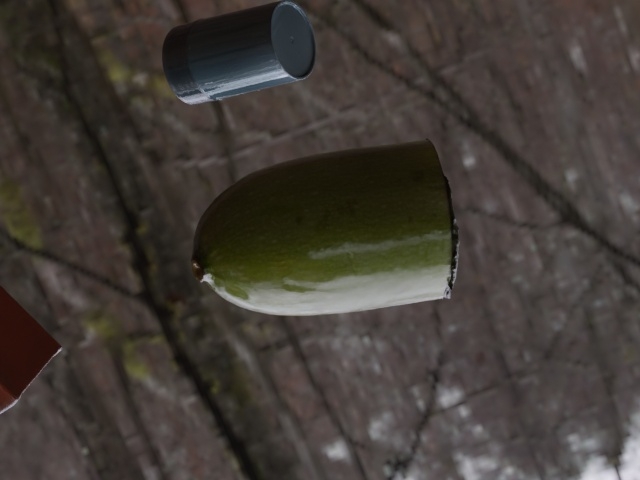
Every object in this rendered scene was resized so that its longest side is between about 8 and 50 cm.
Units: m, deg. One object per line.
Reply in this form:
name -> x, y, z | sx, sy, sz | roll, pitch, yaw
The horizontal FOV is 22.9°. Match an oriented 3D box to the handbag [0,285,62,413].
handbag -> -0.245, 0.063, 0.891 | 0.190, 0.127, 0.063 | -34, -165, 44

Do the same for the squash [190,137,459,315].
squash -> 0.000, 0.000, 1.098 | 0.186, 0.123, 0.123 | -10, -170, -12

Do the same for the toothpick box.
toothpick box -> -0.050, -0.116, 0.973 | 0.083, 0.052, 0.052 | -8, -163, 33
